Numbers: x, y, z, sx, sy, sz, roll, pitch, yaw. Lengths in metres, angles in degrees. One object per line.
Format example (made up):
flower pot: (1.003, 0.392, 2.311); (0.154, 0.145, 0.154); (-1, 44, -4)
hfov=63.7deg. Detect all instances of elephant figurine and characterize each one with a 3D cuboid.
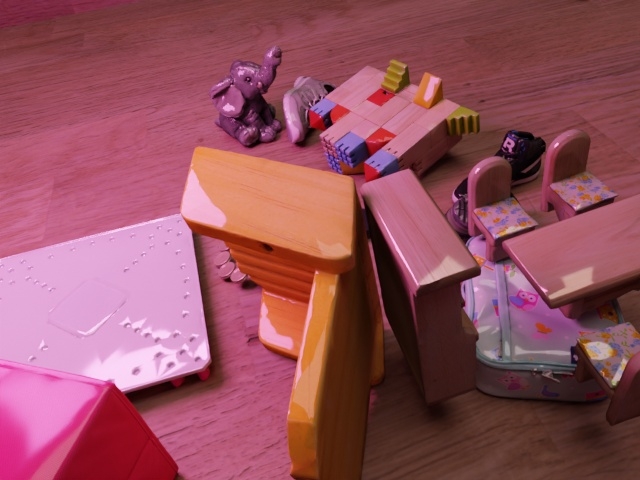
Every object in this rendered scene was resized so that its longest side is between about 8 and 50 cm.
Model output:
elephant figurine: (-0.184, -0.370, 1.268); (0.186, 0.239, 0.169); (-17, 45, -9)

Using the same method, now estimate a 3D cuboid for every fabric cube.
fabric cube: (-0.353, 0.311, 0.575); (0.255, 0.259, 0.258); (6, 47, 13)

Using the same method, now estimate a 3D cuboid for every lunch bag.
lunch bag: (0.324, 0.107, 0.792); (0.224, 0.107, 0.279); (2, 45, 10)

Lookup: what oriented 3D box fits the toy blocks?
toy blocks: (0.120, -0.246, 1.164); (0.261, 0.190, 0.381); (-40, 52, -15)

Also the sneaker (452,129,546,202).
sneaker: (0.361, -0.158, 1.053); (0.217, 0.121, 0.079); (-25, 45, -17)

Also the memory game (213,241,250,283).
memory game: (-0.123, 0.008, 0.991); (0.186, 0.012, 0.186); (-19, 41, 17)

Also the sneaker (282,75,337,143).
sneaker: (-0.024, -0.348, 1.319); (0.116, 0.105, 0.281); (2, 44, 11)

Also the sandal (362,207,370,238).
sandal: (0.000, -0.001, 0.990); (0.255, 0.054, 0.097); (-35, 50, -25)

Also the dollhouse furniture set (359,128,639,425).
dollhouse furniture set: (0.276, 0.012, 0.637); (0.395, 0.256, 0.362); (-19, 44, -2)

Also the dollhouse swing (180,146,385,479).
dollhouse swing: (-0.064, 0.126, 0.671); (0.316, 0.346, 0.304); (14, 59, 22)

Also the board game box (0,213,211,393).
board game box: (-0.404, 0.132, 0.916); (0.391, 0.050, 0.389); (-15, 44, -8)

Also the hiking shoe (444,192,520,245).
hiking shoe: (0.289, -0.039, 0.959); (0.227, 0.114, 0.086); (-7, 66, -40)
